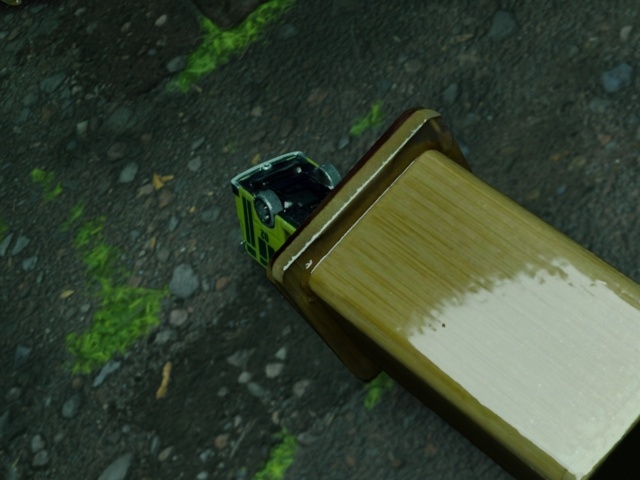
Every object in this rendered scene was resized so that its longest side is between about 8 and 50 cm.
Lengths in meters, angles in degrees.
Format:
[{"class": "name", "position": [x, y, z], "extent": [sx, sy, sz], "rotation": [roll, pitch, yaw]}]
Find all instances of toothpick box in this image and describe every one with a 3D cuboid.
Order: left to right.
[{"class": "toothpick box", "position": [0.145, 0.073, 1.098], "extent": [0.187, 0.190, 0.308], "rotation": [-46, 51, -8]}]

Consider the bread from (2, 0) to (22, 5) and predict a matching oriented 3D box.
[{"class": "bread", "position": [-0.375, -0.434, 1.766], "extent": [0.238, 0.196, 0.252], "rotation": [-7, 52, 32]}]

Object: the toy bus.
[{"class": "toy bus", "position": [0.000, 0.000, 1.284], "extent": [0.088, 0.101, 0.175], "rotation": [-26, 40, -26]}]
